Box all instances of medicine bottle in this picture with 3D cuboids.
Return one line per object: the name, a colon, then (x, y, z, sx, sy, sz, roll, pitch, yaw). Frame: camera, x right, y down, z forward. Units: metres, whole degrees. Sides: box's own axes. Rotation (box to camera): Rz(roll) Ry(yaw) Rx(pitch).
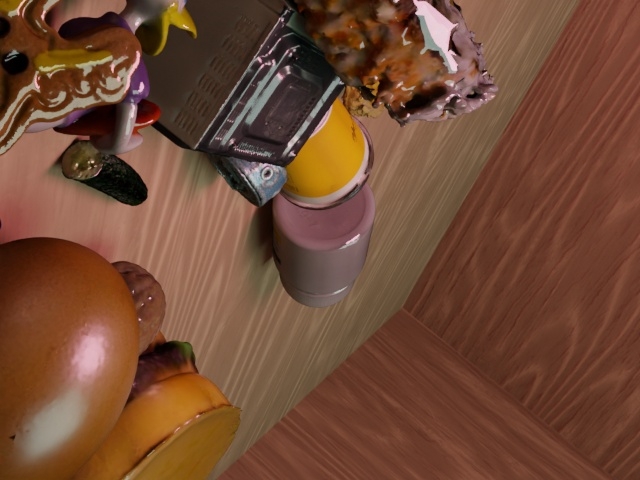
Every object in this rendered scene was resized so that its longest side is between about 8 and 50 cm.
medicine bottle: (0.000, 0.000, 1.943, 0.208, 0.208, 0.340, -45, 164, -21)

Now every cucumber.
cucumber: (-0.281, -0.082, 1.241, 0.058, 0.052, 0.214, -32, 166, 4)

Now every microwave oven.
microwave oven: (-0.095, -0.226, 1.201, 0.237, 0.181, 0.295, -55, 165, 11)

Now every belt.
belt: (-0.122, -0.121, 1.449, 0.082, 0.147, 0.163, -46, 136, -9)

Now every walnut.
walnut: (-0.324, 0.114, 1.341, 0.230, 0.178, 0.178, -36, 159, -48)

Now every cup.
cup: (-0.021, -0.178, 1.539, 0.196, 0.196, 0.280, -49, 156, -7)

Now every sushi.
sushi: (0.094, -0.332, 1.182, 0.175, 0.418, 0.417, -18, 175, 20)

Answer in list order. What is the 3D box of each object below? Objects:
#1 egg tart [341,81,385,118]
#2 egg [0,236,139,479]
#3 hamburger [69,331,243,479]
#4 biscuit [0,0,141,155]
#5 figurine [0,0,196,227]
egg tart: (0.119, -0.357, 1.635, 0.288, 0.118, 0.288, -44, 162, -18)
egg: (-0.373, 0.158, 1.092, 0.351, 0.282, 0.282, -58, 167, -18)
hamburger: (-0.348, 0.325, 1.549, 0.396, 0.277, 0.396, -44, 161, -19)
biscuit: (-0.308, -0.156, 0.790, 0.295, 0.186, 0.044, -32, -157, -17)
figurine: (-0.248, -0.189, 0.923, 0.421, 0.154, 0.193, -41, 143, -18)
